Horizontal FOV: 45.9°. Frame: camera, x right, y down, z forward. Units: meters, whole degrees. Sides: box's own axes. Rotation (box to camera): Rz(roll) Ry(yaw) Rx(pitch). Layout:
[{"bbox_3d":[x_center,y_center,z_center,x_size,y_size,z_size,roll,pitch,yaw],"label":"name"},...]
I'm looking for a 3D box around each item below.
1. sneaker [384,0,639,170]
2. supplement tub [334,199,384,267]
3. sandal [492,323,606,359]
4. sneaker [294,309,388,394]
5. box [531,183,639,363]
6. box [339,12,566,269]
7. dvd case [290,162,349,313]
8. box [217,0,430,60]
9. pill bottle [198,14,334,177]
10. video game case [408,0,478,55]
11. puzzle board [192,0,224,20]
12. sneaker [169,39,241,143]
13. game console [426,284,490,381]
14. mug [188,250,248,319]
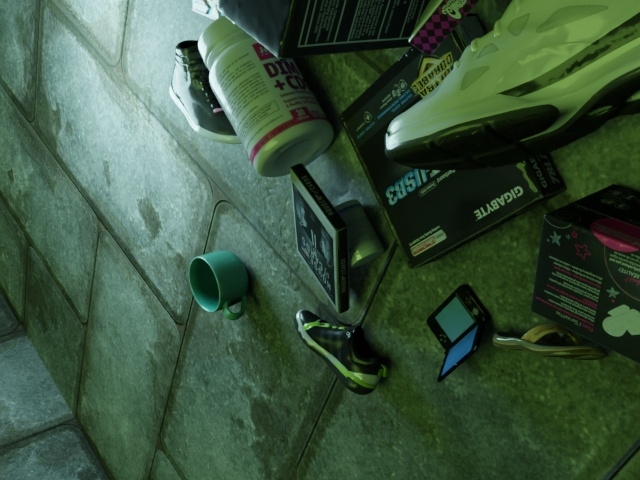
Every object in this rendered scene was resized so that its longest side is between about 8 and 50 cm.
[{"bbox_3d":[0.265,-0.255,0.932,0.448,0.169,0.257,-18,73,35],"label":"sneaker"},{"bbox_3d":[0.061,-0.013,1.354,0.071,0.071,0.107,-43,69,49],"label":"supplement tub"},{"bbox_3d":[0.327,0.143,1.098,0.180,0.072,0.049,4,85,54],"label":"sandal"},{"bbox_3d":[0.047,0.195,1.463,0.235,0.084,0.097,43,109,32],"label":"sneaker"},{"bbox_3d":[0.401,0.050,0.885,0.247,0.163,0.142,29,128,42],"label":"box"},{"bbox_3d":[0.185,-0.140,1.158,0.295,0.073,0.293,-35,75,51],"label":"box"},{"bbox_3d":[0.000,0.000,1.384,0.179,0.030,0.238,55,159,37],"label":"dvd case"},{"bbox_3d":[0.041,-0.429,1.045,0.183,0.294,0.296,45,134,35],"label":"box"},{"bbox_3d":[-0.107,-0.273,1.393,0.283,0.160,0.160,61,140,15],"label":"pill bottle"},{"bbox_3d":[0.207,-0.357,0.906,0.042,0.210,0.232,33,159,-7],"label":"video game case"},{"bbox_3d":[-0.234,-0.516,1.581,0.128,0.011,0.096,34,127,40],"label":"puzzle board"},{"bbox_3d":[-0.231,-0.318,1.571,0.296,0.105,0.146,46,139,37],"label":"sneaker"},{"bbox_3d":[0.213,0.150,1.227,0.107,0.071,0.122,57,139,20],"label":"game console"},{"bbox_3d":[-0.221,0.101,1.721,0.130,0.097,0.157,-11,95,51],"label":"mug"}]
